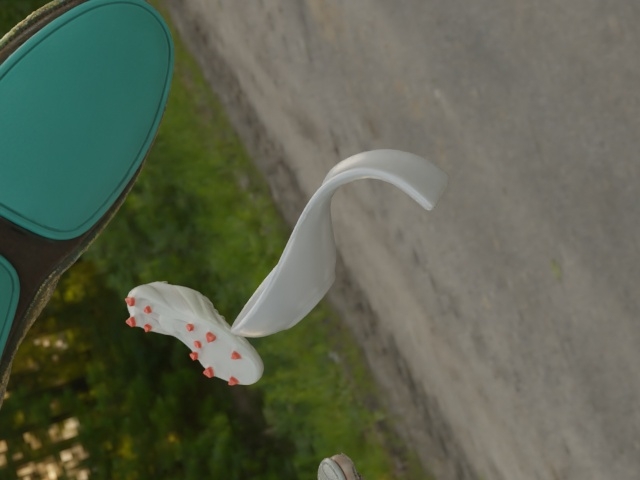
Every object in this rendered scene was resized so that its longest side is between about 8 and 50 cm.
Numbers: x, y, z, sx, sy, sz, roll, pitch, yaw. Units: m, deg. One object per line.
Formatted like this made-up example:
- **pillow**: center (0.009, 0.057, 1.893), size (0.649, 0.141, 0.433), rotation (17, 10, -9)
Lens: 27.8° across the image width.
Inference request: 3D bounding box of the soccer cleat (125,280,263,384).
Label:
- **soccer cleat**: center (-0.131, 0.094, 1.437), size (0.196, 0.076, 0.068), rotation (27, 126, 28)

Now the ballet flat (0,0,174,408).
- **ballet flat**: center (-0.201, -0.001, 0.754), size (0.123, 0.123, 0.348), rotation (104, -171, -68)

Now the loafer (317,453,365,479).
- **loafer**: center (0.026, 0.207, 0.993), size (0.045, 0.039, 0.125), rotation (41, 147, 46)

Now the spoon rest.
- **spoon rest**: center (0.000, 0.000, 1.216), size (0.084, 0.137, 0.276), rotation (44, 128, -8)
